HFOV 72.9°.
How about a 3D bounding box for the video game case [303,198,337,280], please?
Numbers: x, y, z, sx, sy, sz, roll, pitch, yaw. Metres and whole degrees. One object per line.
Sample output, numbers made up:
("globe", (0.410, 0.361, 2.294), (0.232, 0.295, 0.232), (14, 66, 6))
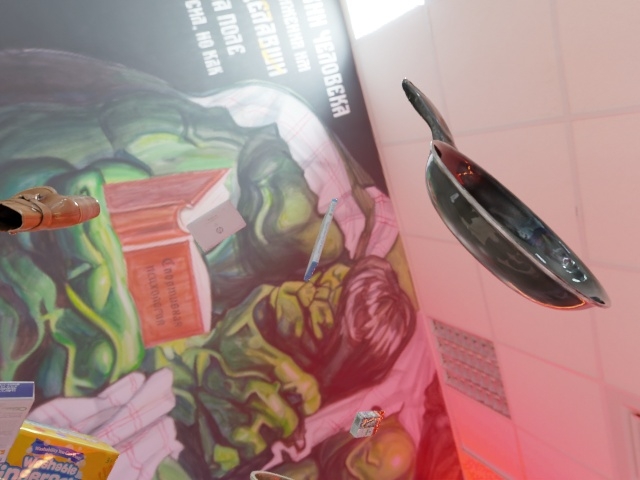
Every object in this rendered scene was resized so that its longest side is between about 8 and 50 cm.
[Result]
("video game case", (0.000, 0.000, 0.998), (0.015, 0.166, 0.119), (19, -26, -3))

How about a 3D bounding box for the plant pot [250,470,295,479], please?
("plant pot", (-0.085, 0.821, 1.119), (0.333, 0.306, 0.334), (19, -21, 8))

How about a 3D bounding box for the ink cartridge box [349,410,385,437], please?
("ink cartridge box", (0.141, 0.514, 1.218), (0.029, 0.115, 0.063), (29, -78, 52))

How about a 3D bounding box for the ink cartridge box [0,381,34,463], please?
("ink cartridge box", (-0.653, 0.325, 0.757), (0.224, 0.223, 0.045), (-52, -136, 25))

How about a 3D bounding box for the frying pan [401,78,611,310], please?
("frying pan", (0.128, -0.061, 0.404), (0.053, 0.197, 0.326), (-50, -116, 26))

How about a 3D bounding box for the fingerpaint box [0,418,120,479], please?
("fingerpaint box", (-0.743, 0.577, 0.931), (0.163, 0.371, 0.445), (-1, -33, 41))

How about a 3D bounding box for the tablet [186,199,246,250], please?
("tablet", (-0.171, -0.025, 0.714), (0.054, 0.083, 0.006), (59, -5, -21))

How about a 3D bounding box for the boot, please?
("boot", (-0.710, -0.063, 1.028), (0.283, 0.220, 0.109), (8, -76, 14))
